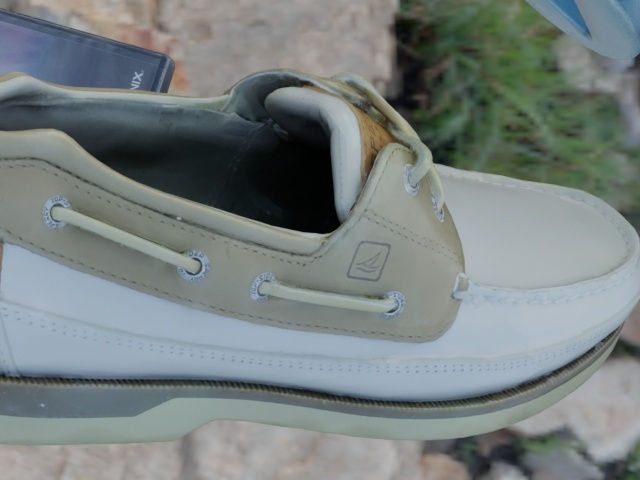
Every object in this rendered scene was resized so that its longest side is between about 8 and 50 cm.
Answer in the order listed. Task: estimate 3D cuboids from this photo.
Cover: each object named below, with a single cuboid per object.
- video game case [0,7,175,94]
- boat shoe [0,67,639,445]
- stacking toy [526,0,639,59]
[{"bbox_3d":[-0.241,-0.047,1.103,0.274,0.026,0.196,16,82,8],"label":"video game case"},{"bbox_3d":[0.000,0.000,0.673,0.302,0.113,0.103,-5,124,-35],"label":"boat shoe"},{"bbox_3d":[0.127,-0.135,0.791,0.130,0.309,0.279,-45,137,-3],"label":"stacking toy"}]
